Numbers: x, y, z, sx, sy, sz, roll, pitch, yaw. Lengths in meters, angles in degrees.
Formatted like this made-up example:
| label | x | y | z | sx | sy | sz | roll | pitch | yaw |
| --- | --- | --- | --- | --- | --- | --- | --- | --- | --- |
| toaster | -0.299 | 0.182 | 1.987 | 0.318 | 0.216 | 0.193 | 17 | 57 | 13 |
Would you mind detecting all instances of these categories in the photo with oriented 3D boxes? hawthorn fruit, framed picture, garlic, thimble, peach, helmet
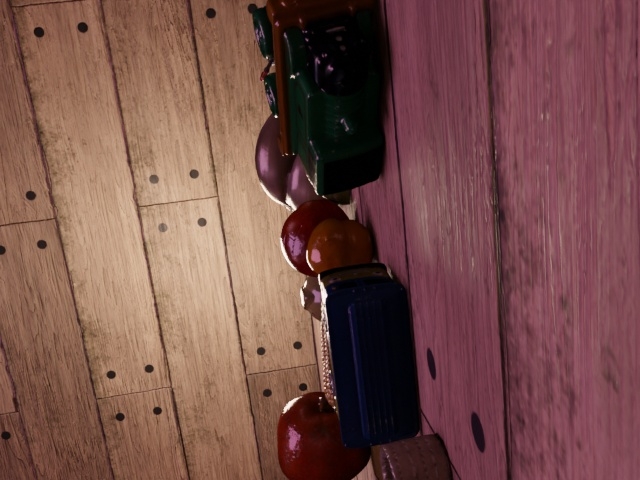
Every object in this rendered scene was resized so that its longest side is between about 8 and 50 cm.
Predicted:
| label | x | y | z | sx | sy | sz | roll | pitch | yaw |
| --- | --- | --- | --- | --- | --- | --- | --- | --- | --- |
| hawthorn fruit | 0.007 | 0.547 | 1.875 | 0.275 | 0.275 | 0.299 | -107 | 13 | -60 |
| framed picture | 0.143 | 0.486 | 1.635 | 0.339 | 0.014 | 0.255 | 137 | 124 | -84 |
| garlic | -0.030 | -0.227 | 1.782 | 0.246 | 0.231 | 0.340 | -1 | -78 | -52 |
| thimble | 0.144 | 0.350 | 1.022 | 0.115 | 0.090 | 0.102 | 169 | 89 | -83 |
| peach | 0.000 | 0.000 | 1.565 | 0.197 | 0.197 | 0.197 | 172 | 90 | -85 |
| helmet | 0.016 | 0.147 | 1.819 | 0.257 | 0.137 | 0.204 | 115 | 147 | -80 |
| peach | 0.038 | 0.016 | 1.375 | 0.138 | 0.138 | 0.138 | 172 | 90 | -85 |

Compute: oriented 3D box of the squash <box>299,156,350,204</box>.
| label | x | y | z | sx | sy | sz | roll | pitch | yaw |
| --- | --- | --- | --- | --- | --- | --- | --- | --- | --- |
| squash | 0.000 | -0.247 | 1.563 | 0.203 | 0.111 | 0.288 | -102 | 5 | -48 |

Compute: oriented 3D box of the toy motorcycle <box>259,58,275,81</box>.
| label | x | y | z | sx | sy | sz | roll | pitch | yaw |
| --- | --- | --- | --- | --- | --- | --- | --- | --- | --- |
| toy motorcycle | -0.082 | -0.450 | 1.981 | 0.325 | 0.148 | 0.221 | 79 | -159 | -49 |

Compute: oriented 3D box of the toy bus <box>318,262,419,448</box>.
| label | x | y | z | sx | sy | sz | roll | pitch | yaw |
| --- | --- | --- | --- | --- | --- | --- | --- | --- | --- |
| toy bus | 0.081 | 0.198 | 1.194 | 0.175 | 0.138 | 0.287 | -116 | 19 | -76 |

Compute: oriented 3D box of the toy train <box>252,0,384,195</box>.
| label | x | y | z | sx | sy | sz | roll | pitch | yaw |
| --- | --- | --- | --- | --- | --- | --- | --- | --- | --- |
| toy train | 0.011 | -0.249 | 1.121 | 0.429 | 0.178 | 0.249 | 90 | 161 | -60 |

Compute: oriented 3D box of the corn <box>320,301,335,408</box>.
| label | x | y | z | sx | sy | sz | roll | pitch | yaw |
| --- | --- | --- | --- | --- | --- | --- | --- | --- | --- |
| corn | 0.062 | 0.251 | 1.535 | 0.130 | 0.130 | 0.347 | 89 | 175 | -55 |
